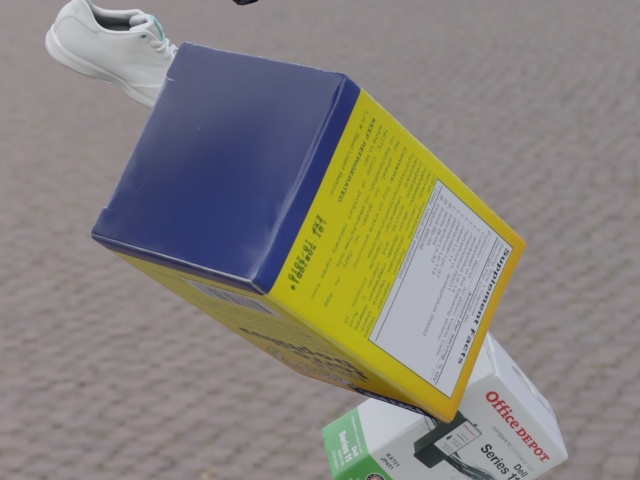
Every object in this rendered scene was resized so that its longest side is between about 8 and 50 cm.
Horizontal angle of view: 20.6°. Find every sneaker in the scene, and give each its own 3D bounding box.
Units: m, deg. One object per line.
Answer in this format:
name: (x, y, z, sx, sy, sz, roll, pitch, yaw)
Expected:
sneaker: (-0.187, -0.205, 1.919, 0.212, 0.094, 0.080, 19, 41, -23)

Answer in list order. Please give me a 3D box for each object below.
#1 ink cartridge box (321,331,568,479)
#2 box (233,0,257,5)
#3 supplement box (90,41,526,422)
ink cartridge box: (0.131, 0.211, 1.835, 0.208, 0.153, 0.087, -35, 31, 13)
box: (0.104, -0.445, 1.023, 0.471, 0.297, 0.480, -38, -1, -26)
supplement box: (0.000, 0.000, 1.582, 0.195, 0.194, 0.356, 15, -15, 38)
